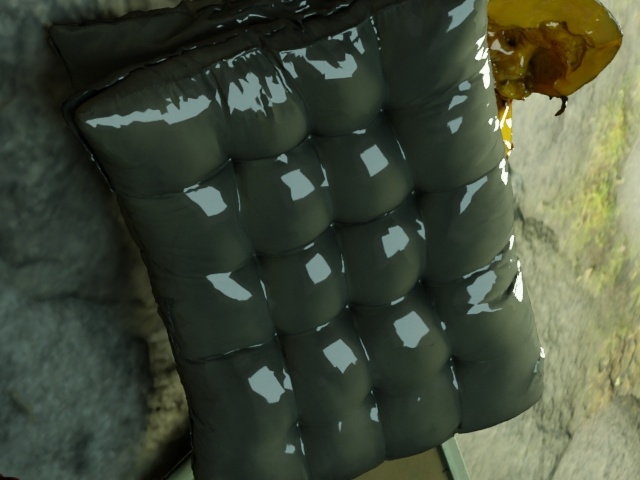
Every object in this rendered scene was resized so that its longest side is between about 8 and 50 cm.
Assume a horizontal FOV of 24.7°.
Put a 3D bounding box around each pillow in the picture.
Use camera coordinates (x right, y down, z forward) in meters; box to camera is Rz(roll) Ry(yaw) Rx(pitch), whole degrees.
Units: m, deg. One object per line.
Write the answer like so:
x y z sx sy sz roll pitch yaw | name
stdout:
0.000 0.000 0.816 0.228 0.101 0.326 -19 127 -8 | pillow

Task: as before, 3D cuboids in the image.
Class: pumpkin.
0.088 -0.098 0.900 0.119 0.107 0.183 30 111 -34 | pumpkin

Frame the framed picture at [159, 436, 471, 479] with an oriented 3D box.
0.006 0.183 1.033 0.232 0.019 0.296 -42 136 -22 | framed picture

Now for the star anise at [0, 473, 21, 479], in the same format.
-0.237 0.173 0.682 0.190 0.126 0.220 -44 169 19 | star anise
